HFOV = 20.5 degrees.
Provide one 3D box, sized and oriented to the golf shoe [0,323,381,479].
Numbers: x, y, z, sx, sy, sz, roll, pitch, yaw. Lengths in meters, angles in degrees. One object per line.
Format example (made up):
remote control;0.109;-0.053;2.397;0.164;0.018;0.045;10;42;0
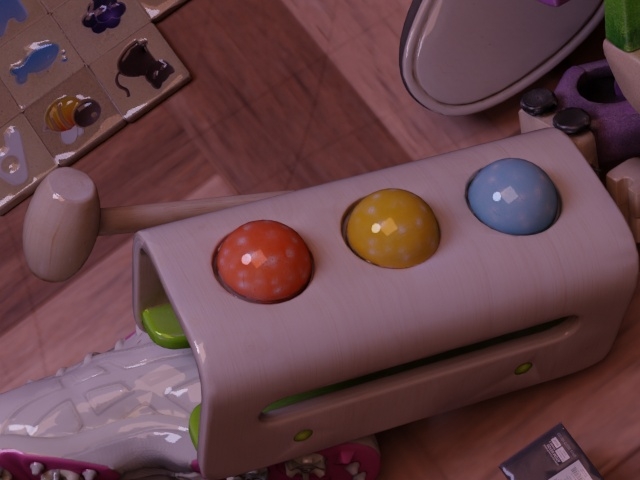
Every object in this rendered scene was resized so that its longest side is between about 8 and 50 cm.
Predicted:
golf shoe;-0.114;0.108;1.133;0.306;0.115;0.140;-3;60;6

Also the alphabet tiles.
alphabet tiles;-0.251;-0.191;1.335;0.285;0.011;0.342;-36;64;-1

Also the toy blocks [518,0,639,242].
toy blocks;0.285;-0.163;1.021;0.260;0.309;0.288;-32;44;-22

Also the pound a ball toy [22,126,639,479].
pound a ball toy;0.000;0.000;1.058;0.319;0.135;0.208;-14;53;-19

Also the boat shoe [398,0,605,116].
boat shoe;0.161;-0.220;1.203;0.112;0.095;0.335;37;84;-12

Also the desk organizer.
desk organizer;0.164;0.178;1.052;0.047;0.050;0.130;-35;64;-1
